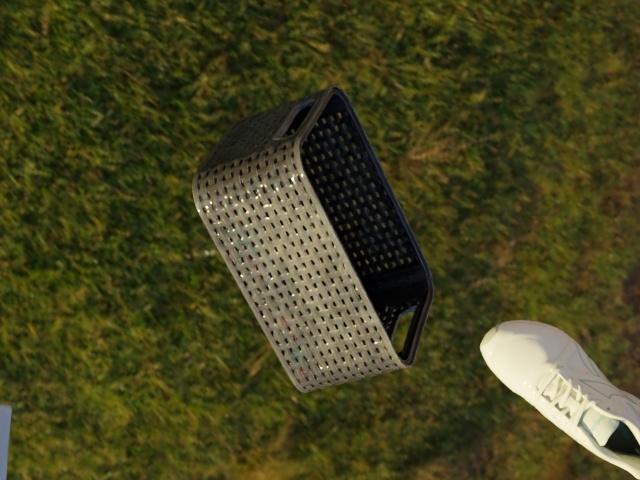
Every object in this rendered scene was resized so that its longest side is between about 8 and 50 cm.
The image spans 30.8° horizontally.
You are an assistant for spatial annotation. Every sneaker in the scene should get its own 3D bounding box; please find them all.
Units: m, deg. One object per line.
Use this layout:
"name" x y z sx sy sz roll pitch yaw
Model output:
"sneaker" 0.177 0.107 0.796 0.152 0.061 0.053 35 104 -7

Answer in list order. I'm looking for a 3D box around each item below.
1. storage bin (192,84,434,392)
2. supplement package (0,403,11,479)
"storage bin" 0.000 0.000 0.805 0.084 0.122 0.180 -18 113 25
"supplement package" -0.462 0.235 1.081 0.293 0.177 0.175 9 73 -33
